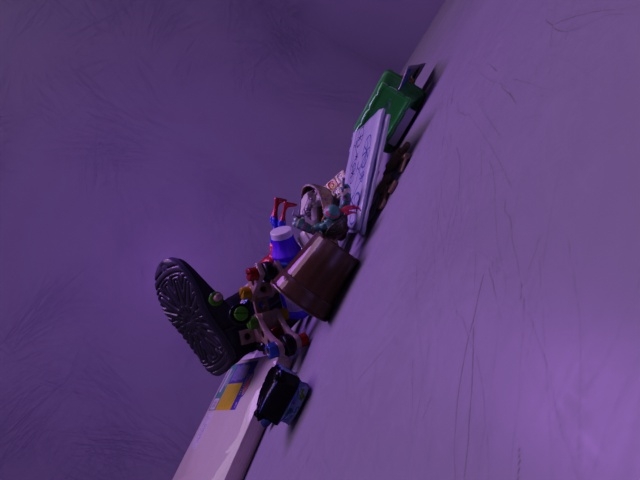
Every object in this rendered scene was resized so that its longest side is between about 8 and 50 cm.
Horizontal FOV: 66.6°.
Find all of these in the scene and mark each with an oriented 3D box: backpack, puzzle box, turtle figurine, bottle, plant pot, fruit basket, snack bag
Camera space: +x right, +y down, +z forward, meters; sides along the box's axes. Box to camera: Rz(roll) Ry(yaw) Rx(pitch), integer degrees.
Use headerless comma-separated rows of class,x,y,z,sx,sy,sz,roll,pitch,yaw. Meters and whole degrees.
backpack,-0.077,0.304,0.960,0.105,0.084,0.114,-62,8,-7
puzzle box,-0.243,0.504,1.314,0.272,0.052,0.409,-24,33,47
turtle figurine,0.017,-0.053,1.241,0.175,0.118,0.234,-25,-24,-14
bottle,-0.088,0.096,1.480,0.118,0.092,0.283,-51,-46,-57
plant pot,-0.005,0.078,1.162,0.165,0.166,0.167,-54,4,0
fruit basket,0.253,-0.434,1.640,0.327,0.165,0.353,-60,-11,28
snack bag,0.110,-0.177,1.376,0.342,0.037,0.324,-168,89,-81

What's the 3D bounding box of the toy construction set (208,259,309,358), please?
toy construction set,-0.124,0.175,1.343,0.308,0.258,0.237,-39,1,-27

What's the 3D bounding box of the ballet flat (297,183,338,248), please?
ballet flat,-0.017,-0.033,1.468,0.123,0.123,0.349,122,153,-49

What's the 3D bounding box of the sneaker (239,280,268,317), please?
sneaker,-0.207,0.168,1.454,0.191,0.082,0.072,-47,-43,-48

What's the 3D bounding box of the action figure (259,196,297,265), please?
action figure,-0.112,0.014,1.560,0.091,0.138,0.281,28,105,49

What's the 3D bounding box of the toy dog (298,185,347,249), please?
toy dog,0.000,0.000,1.677,0.334,0.220,0.161,-58,-35,4

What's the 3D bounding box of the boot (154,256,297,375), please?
boot,-0.267,0.179,1.543,0.146,0.367,0.445,-32,-5,30

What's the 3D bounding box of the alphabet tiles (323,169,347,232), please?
alphabet tiles,0.055,-0.110,1.566,0.237,0.009,0.198,-39,56,19

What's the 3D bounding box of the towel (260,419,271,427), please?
towel,-0.104,0.390,1.152,0.120,0.029,0.067,-59,5,37

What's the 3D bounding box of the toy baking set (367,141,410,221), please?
toy baking set,0.168,-0.147,1.303,0.197,0.030,0.256,-64,4,-22

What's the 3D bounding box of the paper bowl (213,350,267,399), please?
paper bowl,-0.272,0.513,1.705,0.285,0.148,0.284,-63,4,8
